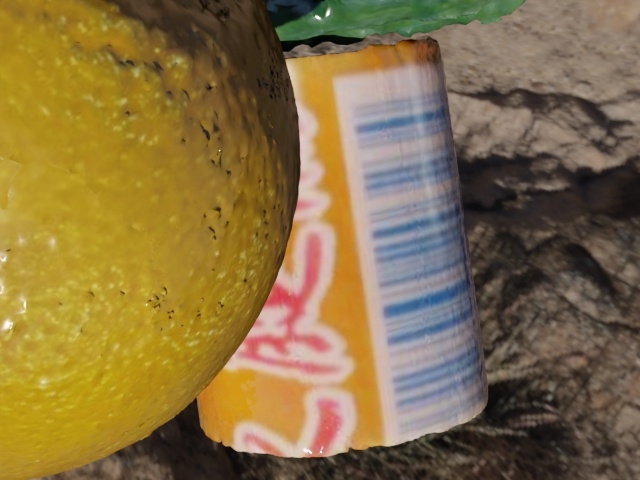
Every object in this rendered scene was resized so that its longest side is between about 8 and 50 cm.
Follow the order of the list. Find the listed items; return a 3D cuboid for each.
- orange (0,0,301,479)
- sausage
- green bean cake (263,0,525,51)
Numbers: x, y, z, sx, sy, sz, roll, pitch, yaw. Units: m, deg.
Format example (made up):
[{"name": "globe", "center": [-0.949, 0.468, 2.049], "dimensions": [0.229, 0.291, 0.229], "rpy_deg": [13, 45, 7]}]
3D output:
[{"name": "orange", "center": [-0.138, -0.032, 0.514], "dimensions": [0.274, 0.274, 0.274], "rpy_deg": [-4, 104, -16]}, {"name": "sausage", "center": [0.000, 0.000, 0.928], "dimensions": [0.233, 0.233, 0.287], "rpy_deg": [-11, 99, -14]}, {"name": "green bean cake", "center": [-0.011, -0.280, 0.782], "dimensions": [0.300, 0.169, 0.307], "rpy_deg": [-8, 130, 6]}]
